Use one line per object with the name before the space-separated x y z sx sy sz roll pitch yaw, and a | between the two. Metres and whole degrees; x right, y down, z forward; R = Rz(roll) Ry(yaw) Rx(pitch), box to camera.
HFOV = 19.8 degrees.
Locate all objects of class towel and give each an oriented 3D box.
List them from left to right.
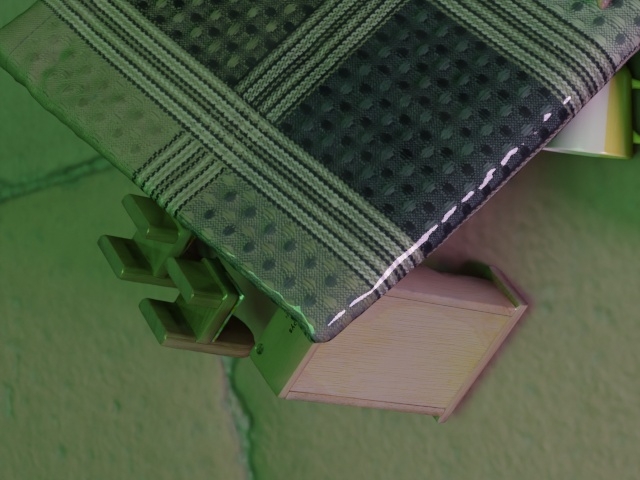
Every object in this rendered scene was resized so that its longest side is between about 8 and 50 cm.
towel | -0.001 -0.129 1.169 0.312 0.056 0.324 -44 66 -11

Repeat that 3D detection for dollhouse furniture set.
dollhouse furniture set | 0.000 0.000 1.267 0.212 0.161 0.242 -57 46 23

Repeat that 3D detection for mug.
mug | 0.179 -0.086 1.178 0.062 0.078 0.064 8 92 63

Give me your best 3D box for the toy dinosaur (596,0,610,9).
toy dinosaur | 0.144 -0.298 1.091 0.200 0.127 0.296 -26 77 10
